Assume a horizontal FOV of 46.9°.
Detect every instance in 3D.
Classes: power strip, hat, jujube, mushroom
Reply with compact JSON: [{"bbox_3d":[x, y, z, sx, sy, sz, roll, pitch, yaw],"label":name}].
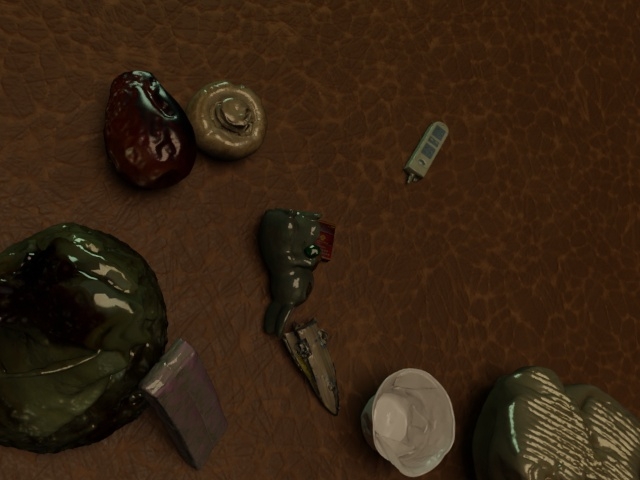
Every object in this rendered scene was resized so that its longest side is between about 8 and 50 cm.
[{"bbox_3d":[0.242,-0.202,1.695,0.048,0.030,0.191,36,65,-11],"label":"power strip"},{"bbox_3d":[0.157,0.359,1.464,0.203,0.126,0.203,6,75,-22],"label":"hat"},{"bbox_3d":[-0.325,-0.211,1.384,0.168,0.168,0.236,-12,76,-25],"label":"jujube"},{"bbox_3d":[-0.184,-0.241,1.467,0.166,0.127,0.166,10,68,-25],"label":"mushroom"}]

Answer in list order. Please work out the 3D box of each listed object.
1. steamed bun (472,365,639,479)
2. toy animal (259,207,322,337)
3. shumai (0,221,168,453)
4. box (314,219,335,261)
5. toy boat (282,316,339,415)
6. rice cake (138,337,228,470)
[{"bbox_3d":[0.463,0.458,1.506,0.343,0.255,0.367,31,36,5],"label":"steamed bun"},{"bbox_3d":[-0.063,0.062,1.463,0.126,0.127,0.251,4,93,-16],"label":"toy animal"},{"bbox_3d":[-0.385,0.134,1.169,0.395,0.348,0.394,8,71,-25],"label":"shumai"},{"bbox_3d":[0.000,0.000,1.544,0.052,0.023,0.082,16,72,-20],"label":"box"},{"bbox_3d":[-0.004,0.254,1.461,0.084,0.066,0.210,-26,100,-37],"label":"toy boat"},{"bbox_3d":[-0.225,0.280,1.251,0.050,0.297,0.106,24,58,25],"label":"rice cake"}]
